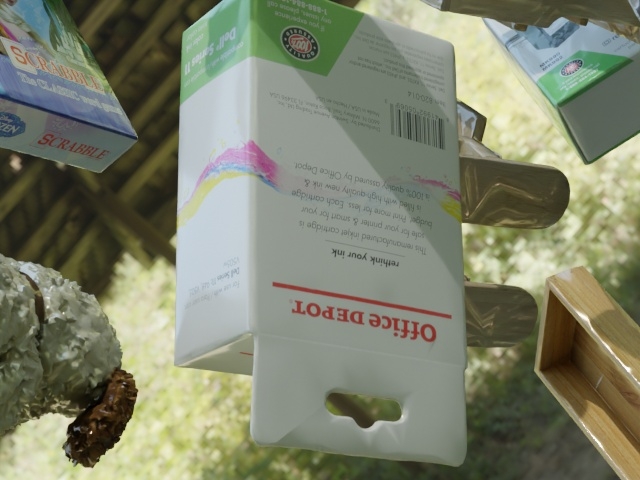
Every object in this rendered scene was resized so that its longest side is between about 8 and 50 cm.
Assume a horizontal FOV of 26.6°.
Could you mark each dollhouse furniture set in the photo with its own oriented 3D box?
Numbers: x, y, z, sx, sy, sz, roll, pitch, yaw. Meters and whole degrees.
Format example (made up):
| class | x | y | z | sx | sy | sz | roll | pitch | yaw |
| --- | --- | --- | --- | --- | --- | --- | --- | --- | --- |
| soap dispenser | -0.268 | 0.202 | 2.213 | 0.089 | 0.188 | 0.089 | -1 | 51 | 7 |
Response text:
| class | x | y | z | sx | sy | sz | roll | pitch | yaw |
| --- | --- | --- | --- | --- | --- | --- | --- | --- | --- |
| dollhouse furniture set | 0.178 | -0.126 | 1.492 | 0.362 | 0.256 | 0.394 | -132 | 51 | -60 |

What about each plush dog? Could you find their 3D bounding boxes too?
| class | x | y | z | sx | sy | sz | roll | pitch | yaw |
| --- | --- | --- | --- | --- | --- | --- | --- | --- | --- |
| plush dog | -0.249 | 0.067 | 0.995 | 0.225 | 0.262 | 0.210 | 12 | -63 | -51 |

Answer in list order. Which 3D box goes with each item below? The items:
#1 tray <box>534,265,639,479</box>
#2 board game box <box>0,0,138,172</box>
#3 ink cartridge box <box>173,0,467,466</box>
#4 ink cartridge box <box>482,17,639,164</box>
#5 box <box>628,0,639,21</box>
| class | x | y | z | sx | sy | sz | roll | pitch | yaw |
| --- | --- | --- | --- | --- | --- | --- | --- | --- | --- |
| tray | 0.451 | 0.241 | 1.931 | 0.076 | 0.411 | 0.203 | -17 | -46 | -17 |
| board game box | -0.358 | -0.232 | 1.346 | 0.066 | 0.318 | 0.319 | -38 | -21 | 18 |
| ink cartridge box | 0.000 | 0.000 | 1.052 | 0.119 | 0.207 | 0.353 | -24 | 60 | 51 |
| ink cartridge box | 0.366 | -0.263 | 1.813 | 0.211 | 0.121 | 0.289 | -33 | 37 | 6 |
| box | 0.373 | -0.266 | 1.269 | 0.183 | 0.231 | 0.056 | -28 | 2 | 19 |
